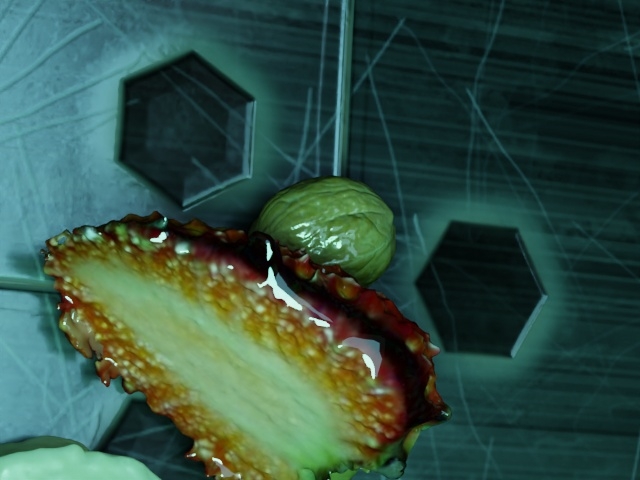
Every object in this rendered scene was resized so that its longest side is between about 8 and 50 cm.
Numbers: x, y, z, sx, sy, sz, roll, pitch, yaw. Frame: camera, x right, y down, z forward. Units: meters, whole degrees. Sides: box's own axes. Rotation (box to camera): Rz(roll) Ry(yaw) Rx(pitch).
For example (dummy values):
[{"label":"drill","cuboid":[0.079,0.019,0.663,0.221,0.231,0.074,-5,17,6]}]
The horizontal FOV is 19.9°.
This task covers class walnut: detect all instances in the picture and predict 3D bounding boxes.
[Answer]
[{"label":"walnut","cuboid":[0.000,0.000,1.455,0.124,0.105,0.105,-16,91,-20]}]

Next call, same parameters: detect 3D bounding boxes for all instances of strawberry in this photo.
[{"label":"strawberry","cuboid":[-0.050,0.059,1.379,0.306,0.233,0.138,45,40,-7]}]

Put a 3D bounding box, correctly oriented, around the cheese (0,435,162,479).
[{"label":"cheese","cuboid":[-0.229,0.300,1.289,0.292,0.153,0.332,11,80,-23]}]
